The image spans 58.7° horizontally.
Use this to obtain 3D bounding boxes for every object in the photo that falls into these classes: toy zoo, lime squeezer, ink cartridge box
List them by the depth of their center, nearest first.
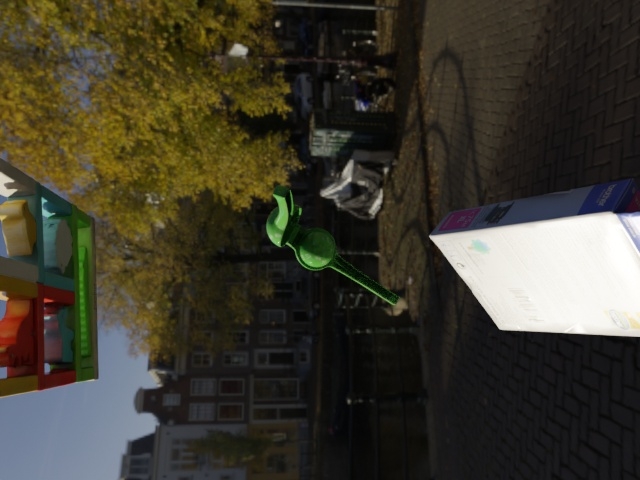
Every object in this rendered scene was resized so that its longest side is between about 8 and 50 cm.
[{"bbox_3d":[-0.266,0.040,0.517,0.293,0.030,0.192,106,159,-80],"label":"toy zoo"},{"bbox_3d":[0.295,0.030,0.668,0.065,0.186,0.311,-48,19,-24],"label":"ink cartridge box"},{"bbox_3d":[0.000,0.000,0.723,0.310,0.110,0.059,44,-125,-49],"label":"lime squeezer"}]
